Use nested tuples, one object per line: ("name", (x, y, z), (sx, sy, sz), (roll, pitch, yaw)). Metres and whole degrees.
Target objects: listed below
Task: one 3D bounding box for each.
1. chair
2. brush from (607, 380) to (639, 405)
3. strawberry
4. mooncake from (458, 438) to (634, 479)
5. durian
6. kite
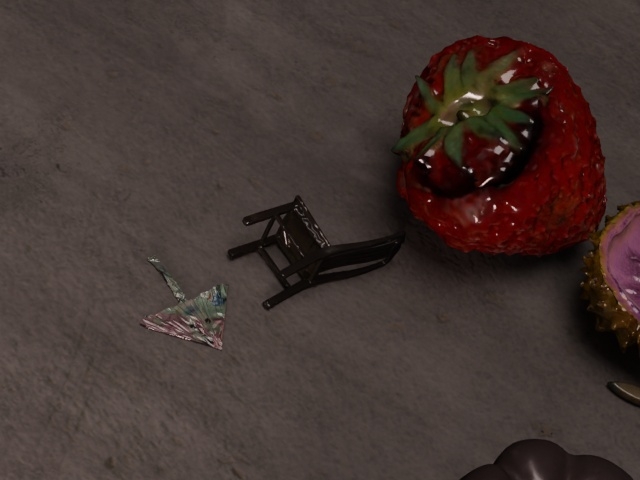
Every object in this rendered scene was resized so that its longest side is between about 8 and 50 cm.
("chair", (0.000, 0.000, 2.106), (0.212, 0.084, 0.101), (-21, 65, -34))
("brush", (0.462, 0.223, 2.142), (0.196, 0.021, 0.070), (22, 47, 0))
("strawberry", (0.237, -0.107, 2.202), (0.291, 0.310, 0.292), (-7, 55, 10))
("mooncake", (0.270, 0.371, 1.845), (0.306, 0.154, 0.306), (9, 49, -11))
("durian", (0.429, 0.053, 2.216), (0.191, 0.112, 0.341), (28, 40, -1))
("kite", (-0.166, 0.076, 2.022), (0.139, 0.011, 0.157), (-20, 61, -37))
